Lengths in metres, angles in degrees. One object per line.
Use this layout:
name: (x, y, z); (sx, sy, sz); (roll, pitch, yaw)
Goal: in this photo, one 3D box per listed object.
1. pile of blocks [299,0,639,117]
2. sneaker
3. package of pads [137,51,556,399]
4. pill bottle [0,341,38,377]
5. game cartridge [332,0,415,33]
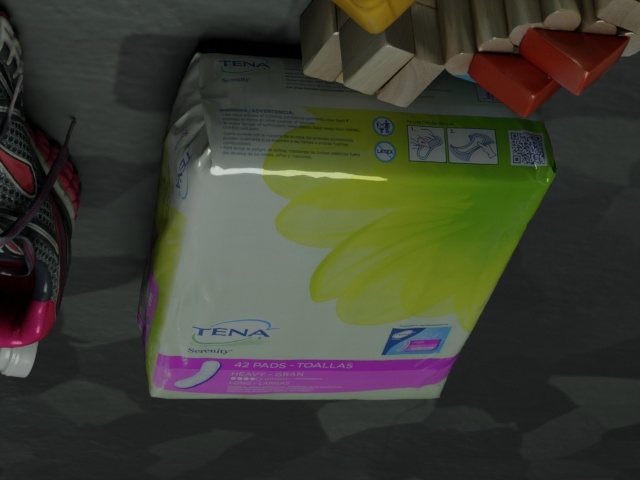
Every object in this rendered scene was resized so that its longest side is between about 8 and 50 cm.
pile of blocks: (0.166, -0.121, 0.960); (0.362, 0.113, 0.149); (-15, 145, 17)
sneaker: (-0.217, -0.048, 1.028); (0.121, 0.112, 0.299); (-13, 145, 12)
package of pads: (0.000, 0.000, 1.136); (0.229, 0.101, 0.296); (2, 145, -12)
pill bottle: (-0.266, 0.065, 1.231); (0.120, 0.067, 0.067); (11, 144, -22)
game cartridge: (-0.083, -0.223, 0.584); (0.052, 0.285, 0.324); (-44, 165, -5)
